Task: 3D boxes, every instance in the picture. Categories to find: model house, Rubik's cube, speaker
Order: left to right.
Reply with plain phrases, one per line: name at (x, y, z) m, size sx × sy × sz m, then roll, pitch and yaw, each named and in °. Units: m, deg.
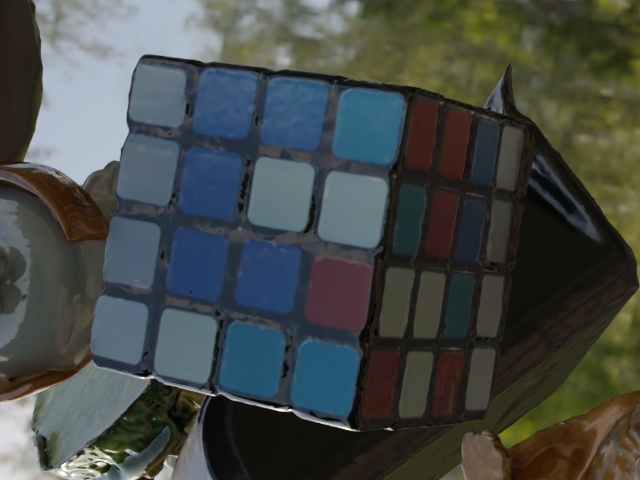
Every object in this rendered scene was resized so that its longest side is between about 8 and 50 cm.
model house at (-0.103, 0.163, 1.830) m, size 0.266 × 0.321 × 0.261 m, roll 33°, pitch -93°, yaw -21°
Rubik's cube at (0.000, 0.000, 0.905) m, size 0.155 × 0.151 × 0.154 m, roll 7°, pitch -87°, yaw -62°
speaker at (0.039, 0.067, 1.253) m, size 0.388 × 0.184 × 0.180 m, roll -34°, pitch -17°, yaw -30°

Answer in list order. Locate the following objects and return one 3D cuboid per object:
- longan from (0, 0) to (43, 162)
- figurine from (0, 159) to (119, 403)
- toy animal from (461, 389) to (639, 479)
longan at (-0.426, -0.122, 1.434) m, size 0.436 × 0.404 × 0.404 m, roll -51°, pitch -12°, yaw 31°
figurine at (-0.155, 0.021, 1.108) m, size 0.271 × 0.143 × 0.143 m, roll 2°, pitch -80°, yaw -52°
toy animal at (0.096, 0.153, 0.684) m, size 0.116 × 0.114 × 0.255 m, roll 12°, pitch -74°, yaw -39°
